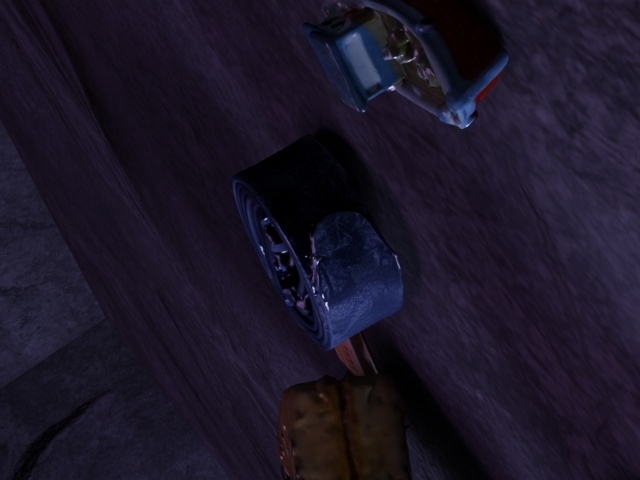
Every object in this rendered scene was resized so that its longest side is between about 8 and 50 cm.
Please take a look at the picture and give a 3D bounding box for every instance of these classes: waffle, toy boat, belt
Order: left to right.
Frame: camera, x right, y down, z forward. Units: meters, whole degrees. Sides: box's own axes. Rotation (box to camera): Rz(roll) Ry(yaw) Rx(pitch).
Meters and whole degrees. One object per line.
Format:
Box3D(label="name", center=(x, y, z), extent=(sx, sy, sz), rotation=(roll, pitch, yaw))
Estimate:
Box3D(label="belt", center=(0.000, 0.000, 1.284), extent=(0.141, 0.082, 0.190), rotation=(54, 169, 22))
Box3D(label="waffle", center=(0.035, 0.277, 1.604), extent=(0.376, 0.114, 0.261), rotation=(97, 161, -75))
Box3D(label="toy boat", center=(0.043, -0.097, 0.914), extent=(0.069, 0.059, 0.173), rotation=(62, 166, -27))

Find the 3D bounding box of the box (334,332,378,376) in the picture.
Box3D(label="box", center=(0.023, 0.090, 1.589), extent=(0.058, 0.015, 0.093), rotation=(41, 161, 46))
